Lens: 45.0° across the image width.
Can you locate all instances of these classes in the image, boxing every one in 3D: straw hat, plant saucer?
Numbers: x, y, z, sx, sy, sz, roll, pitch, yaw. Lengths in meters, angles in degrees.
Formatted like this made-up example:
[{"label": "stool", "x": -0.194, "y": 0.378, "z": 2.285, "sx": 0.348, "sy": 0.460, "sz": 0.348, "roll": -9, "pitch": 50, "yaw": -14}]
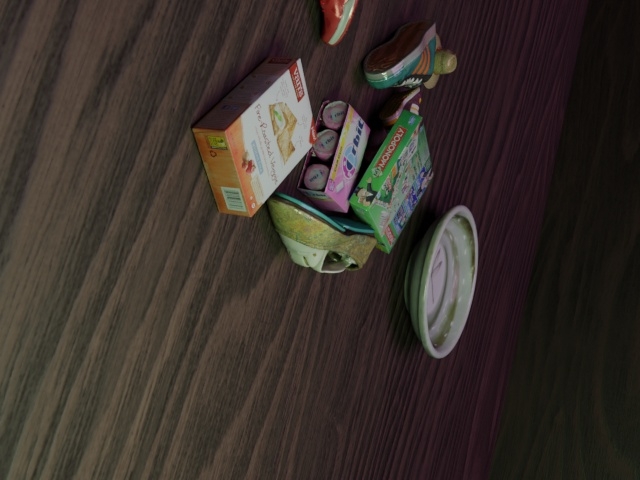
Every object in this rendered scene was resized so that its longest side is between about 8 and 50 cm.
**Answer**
[{"label": "straw hat", "x": 0.300, "y": -0.437, "z": 1.890, "sx": 0.144, "sy": 0.061, "sz": 0.144, "roll": -25, "pitch": 119, "yaw": -57}, {"label": "plant saucer", "x": 0.303, "y": 0.101, "z": 2.007, "sx": 0.400, "sy": 0.101, "sz": 0.400, "roll": -25, "pitch": 119, "yaw": -57}]

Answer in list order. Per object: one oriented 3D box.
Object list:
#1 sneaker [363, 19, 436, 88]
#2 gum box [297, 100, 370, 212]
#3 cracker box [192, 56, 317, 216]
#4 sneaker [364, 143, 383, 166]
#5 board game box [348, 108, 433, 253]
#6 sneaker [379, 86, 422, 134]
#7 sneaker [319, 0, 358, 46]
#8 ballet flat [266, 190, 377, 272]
[{"label": "sneaker", "x": 0.183, "y": -0.368, "z": 1.639, "sx": 0.302, "sy": 0.108, "sz": 0.121, "roll": -49, "pitch": 135, "yaw": -47}, {"label": "gum box", "x": 0.029, "y": -0.160, "z": 1.454, "sx": 0.107, "sy": 0.062, "sz": 0.188, "roll": 39, "pitch": 63, "yaw": -59}, {"label": "cracker box", "x": -0.094, "y": -0.167, "z": 1.216, "sx": 0.232, "sy": 0.067, "sz": 0.155, "roll": -55, "pitch": 143, "yaw": -41}, {"label": "sneaker", "x": 0.145, "y": -0.169, "z": 1.671, "sx": 0.170, "sy": 0.063, "sz": 0.074, "roll": -31, "pitch": 119, "yaw": -62}, {"label": "board game box", "x": 0.156, "y": -0.111, "z": 1.600, "sx": 0.213, "sy": 0.046, "sz": 0.317, "roll": -59, "pitch": 162, "yaw": -8}, {"label": "sneaker", "x": 0.183, "y": -0.269, "z": 1.683, "sx": 0.185, "sy": 0.070, "sz": 0.083, "roll": -51, "pitch": 122, "yaw": -49}, {"label": "sneaker", "x": 0.007, "y": -0.450, "z": 1.334, "sx": 0.087, "sy": 0.128, "sz": 0.221, "roll": -89, "pitch": -163, "yaw": -50}, {"label": "ballet flat", "x": 0.000, "y": 0.000, "z": 1.405, "sx": 0.348, "sy": 0.123, "sz": 0.123, "roll": 17, "pitch": 83, "yaw": -62}]
